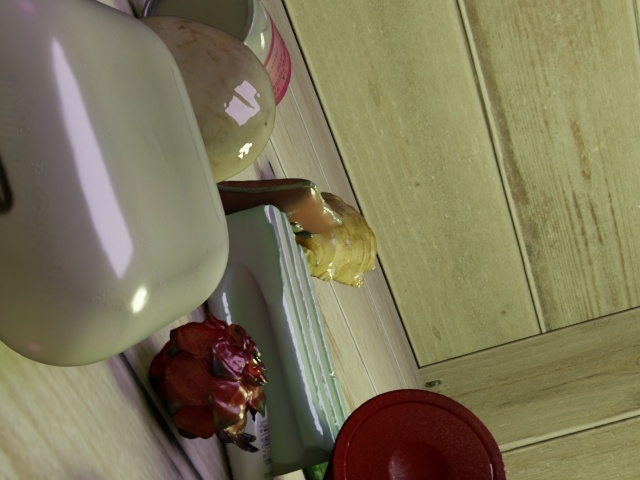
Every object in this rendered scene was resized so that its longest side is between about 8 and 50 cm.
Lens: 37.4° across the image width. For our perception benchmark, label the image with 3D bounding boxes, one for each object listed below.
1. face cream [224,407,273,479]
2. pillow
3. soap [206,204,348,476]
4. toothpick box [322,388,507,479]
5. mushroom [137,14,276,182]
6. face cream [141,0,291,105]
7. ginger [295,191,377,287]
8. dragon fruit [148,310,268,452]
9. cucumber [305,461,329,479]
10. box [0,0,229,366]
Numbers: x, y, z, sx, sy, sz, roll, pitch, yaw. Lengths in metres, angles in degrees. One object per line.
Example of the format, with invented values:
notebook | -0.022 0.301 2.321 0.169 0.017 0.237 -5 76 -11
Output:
face cream | -0.081 0.270 1.124 0.092 0.058 0.244 54 26 -83
pillow | -0.071 -0.042 1.388 0.171 0.179 0.075 51 39 -63
soap | -0.062 0.135 1.282 0.208 0.114 0.347 33 41 -76
toothpick box | 0.090 0.349 1.181 0.333 0.204 0.204 104 -21 -54
mushroom | -0.166 -0.141 1.033 0.206 0.209 0.206 33 38 -30
face cream | -0.145 -0.275 1.353 0.195 0.175 0.175 52 22 -72
ginger | -0.007 -0.024 1.813 0.375 0.166 0.236 30 44 -72
dragon fruit | -0.111 0.141 0.961 0.130 0.121 0.142 -73 170 -64
cucumber | 0.015 0.400 1.498 0.056 0.056 0.250 -58 129 -79
box | -0.186 -0.059 0.765 0.349 0.141 0.289 -35 107 -81
